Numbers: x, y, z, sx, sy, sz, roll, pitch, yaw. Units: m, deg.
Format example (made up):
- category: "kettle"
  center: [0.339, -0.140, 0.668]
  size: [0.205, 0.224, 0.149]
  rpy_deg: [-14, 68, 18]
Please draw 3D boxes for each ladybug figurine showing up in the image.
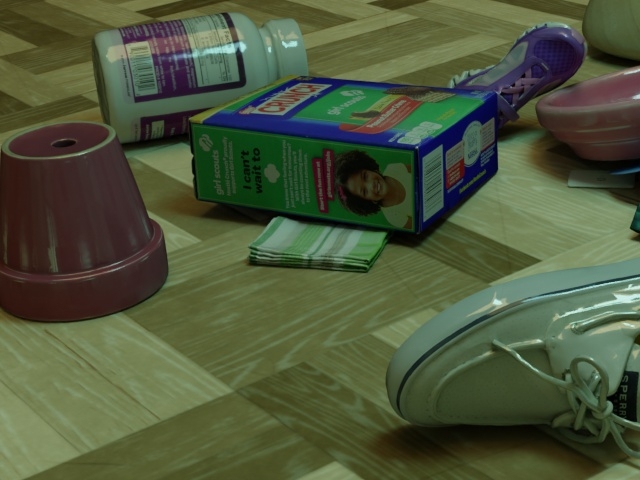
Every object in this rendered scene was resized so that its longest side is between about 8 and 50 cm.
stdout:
- category: "ladybug figurine"
  center: [0.649, -0.388, 2.186]
  size: [0.449, 0.162, 0.305]
  rpy_deg: [-1, 24, 9]

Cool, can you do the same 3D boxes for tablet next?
- category: "tablet"
  center: [0.360, -0.079, 1.741]
  size: [0.083, 0.006, 0.054]
  rpy_deg: [2, 25, 15]

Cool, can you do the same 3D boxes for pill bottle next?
- category: "pill bottle"
  center: [-0.177, -0.247, 2.018]
  size: [0.301, 0.169, 0.169]
  rpy_deg: [-10, 25, -14]

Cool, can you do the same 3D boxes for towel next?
- category: "towel"
  center: [0.000, 0.000, 1.611]
  size: [0.152, 0.023, 0.113]
  rpy_deg: [4, 26, 18]

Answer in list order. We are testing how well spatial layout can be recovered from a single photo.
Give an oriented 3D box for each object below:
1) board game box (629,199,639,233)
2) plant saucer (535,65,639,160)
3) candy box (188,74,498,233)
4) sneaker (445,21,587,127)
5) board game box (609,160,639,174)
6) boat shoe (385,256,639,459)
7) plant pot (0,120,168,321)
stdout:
- category: "board game box"
  center: [0.448, -0.046, 1.515]
  size: [0.186, 0.126, 0.026]
  rpy_deg: [21, 0, 43]
- category: "plant saucer"
  center: [0.451, -0.175, 1.773]
  size: [0.332, 0.084, 0.332]
  rpy_deg: [-13, 11, 3]
- category: "candy box"
  center: [0.035, -0.121, 1.743]
  size: [0.317, 0.122, 0.268]
  rpy_deg: [7, 23, 26]
- category: "sneaker"
  center: [0.265, -0.211, 1.887]
  size: [0.236, 0.095, 0.105]
  rpy_deg: [-30, 21, 36]
- category: "board game box"
  center: [0.446, -0.091, 1.685]
  size: [0.168, 0.033, 0.133]
  rpy_deg: [-19, 6, -29]
- category: "boat shoe"
  center: [0.247, 0.117, 1.184]
  size: [0.367, 0.136, 0.156]
  rpy_deg: [-13, 40, -8]
- category: "plant pot"
  center: [-0.283, -0.032, 1.542]
  size: [0.201, 0.180, 0.201]
  rpy_deg: [-5, 24, 2]
